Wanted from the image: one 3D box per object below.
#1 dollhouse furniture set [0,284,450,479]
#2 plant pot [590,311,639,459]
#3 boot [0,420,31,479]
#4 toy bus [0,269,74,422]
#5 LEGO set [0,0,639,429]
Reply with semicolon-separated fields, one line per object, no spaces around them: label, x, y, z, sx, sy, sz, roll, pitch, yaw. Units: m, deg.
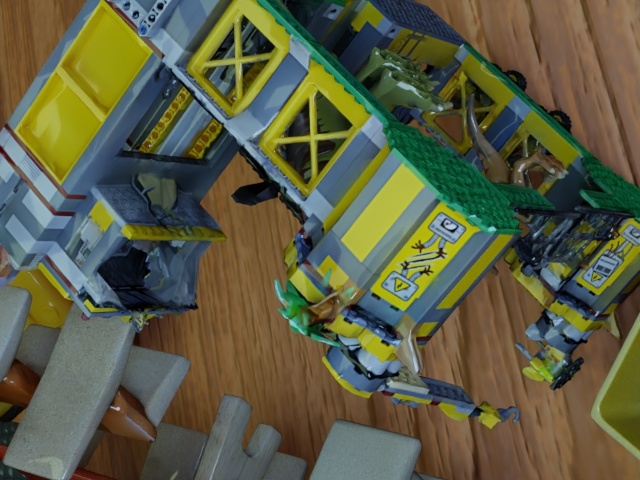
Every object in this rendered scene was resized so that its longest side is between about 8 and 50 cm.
dollhouse furniture set;-0.067;0.155;0.751;0.259;0.262;0.135;9;65;32
plant pot;0.189;0.066;0.607;0.081;0.083;0.081;43;119;43
boot;-0.194;0.195;1.002;0.246;0.161;0.083;-21;58;49
toy bus;-0.225;0.019;1.055;0.211;0.149;0.220;-38;13;12
LEGO set;0.000;0.000;0.639;0.255;0.331;0.192;44;110;15
